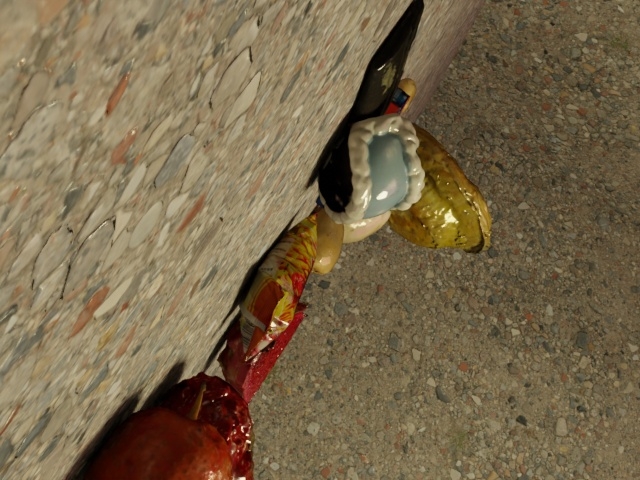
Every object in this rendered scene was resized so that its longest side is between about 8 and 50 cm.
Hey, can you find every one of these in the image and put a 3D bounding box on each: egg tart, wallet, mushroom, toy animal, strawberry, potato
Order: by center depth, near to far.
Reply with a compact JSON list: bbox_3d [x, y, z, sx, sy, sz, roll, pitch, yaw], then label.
[{"bbox_3d":[-0.218,0.355,1.398,0.274,0.220,0.274,178,-90,-79],"label":"strawberry"},{"bbox_3d":[0.116,-0.287,1.512,0.170,0.044,0.321,-54,175,-20],"label":"wallet"},{"bbox_3d":[0.101,-0.123,1.560,0.204,0.156,0.208,-13,162,-28],"label":"toy animal"},{"bbox_3d":[0.000,0.000,1.981,0.109,0.118,0.178,-13,-135,40],"label":"potato"},{"bbox_3d":[0.198,-0.347,1.988,0.068,0.062,0.083,8,86,-57],"label":"potato"},{"bbox_3d":[0.077,-0.050,2.135,0.173,0.162,0.236,-58,175,-20],"label":"mushroom"},{"bbox_3d":[0.263,-0.111,2.187,0.178,0.443,0.443,-40,173,-12],"label":"egg tart"}]

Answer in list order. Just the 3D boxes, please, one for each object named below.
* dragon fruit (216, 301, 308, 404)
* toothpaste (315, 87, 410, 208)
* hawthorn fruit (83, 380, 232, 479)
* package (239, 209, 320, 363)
[{"bbox_3d":[-0.149,0.218,1.812,0.274,0.126,0.161,-57,167,-6],"label":"dragon fruit"},{"bbox_3d":[0.089,-0.195,1.815,0.320,0.066,0.076,-61,175,38],"label":"toothpaste"},{"bbox_3d":[-0.209,0.310,1.175,0.207,0.207,0.243,114,0,-69],"label":"hawthorn fruit"},{"bbox_3d":[-0.082,0.084,1.651,0.288,0.108,0.223,-65,179,-54],"label":"package"}]
